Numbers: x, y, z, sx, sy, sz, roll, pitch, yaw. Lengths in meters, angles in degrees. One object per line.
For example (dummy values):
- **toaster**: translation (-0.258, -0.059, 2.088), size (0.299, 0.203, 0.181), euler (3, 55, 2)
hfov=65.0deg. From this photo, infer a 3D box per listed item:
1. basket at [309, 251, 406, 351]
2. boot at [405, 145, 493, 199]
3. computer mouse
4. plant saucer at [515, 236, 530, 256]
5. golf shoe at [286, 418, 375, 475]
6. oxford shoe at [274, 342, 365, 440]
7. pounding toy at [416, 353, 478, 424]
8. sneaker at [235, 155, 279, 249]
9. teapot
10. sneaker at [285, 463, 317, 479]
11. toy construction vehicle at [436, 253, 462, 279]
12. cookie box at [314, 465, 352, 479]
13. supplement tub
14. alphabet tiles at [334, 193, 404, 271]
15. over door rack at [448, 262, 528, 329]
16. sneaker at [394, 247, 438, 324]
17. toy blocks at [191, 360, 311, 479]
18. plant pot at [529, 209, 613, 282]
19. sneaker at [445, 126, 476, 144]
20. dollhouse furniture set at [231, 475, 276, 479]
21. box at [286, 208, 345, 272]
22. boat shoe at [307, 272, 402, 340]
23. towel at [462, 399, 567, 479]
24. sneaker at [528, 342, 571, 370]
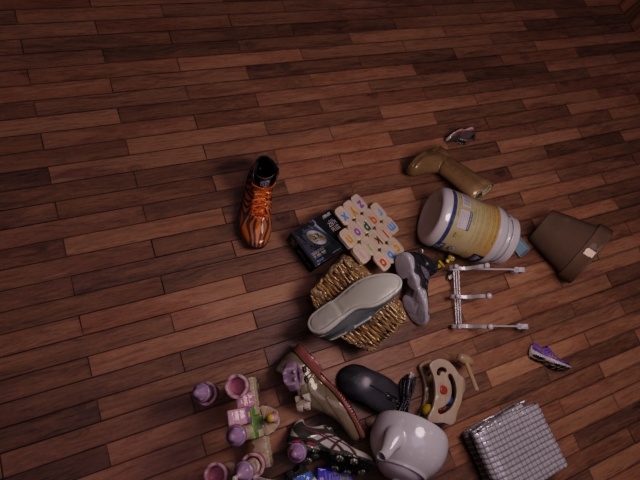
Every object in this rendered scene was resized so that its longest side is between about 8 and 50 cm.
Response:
- **basket**: translation (0.118, 0.214, 1.706), size (0.299, 0.223, 0.213), euler (43, 97, 1)
- **boot**: translation (0.502, -0.248, 1.957), size (0.236, 0.089, 0.269), euler (-31, 62, -26)
- **computer mouse**: translation (0.188, 0.484, 1.638), size (0.272, 0.072, 0.188), euler (24, 66, -8)
- **plant saucer**: translation (0.771, -0.023, 2.045), size (0.067, 0.018, 0.192), euler (-31, 83, -25)
- **golf shoe**: translation (0.037, 0.615, 1.506), size (0.273, 0.105, 0.120), euler (18, 36, -2)
- **oxford shoe**: translation (-0.002, 0.492, 1.563), size (0.130, 0.123, 0.348), euler (-38, 79, -12)
- **pounding toy**: translation (0.413, 0.477, 1.665), size (0.154, 0.155, 0.269), euler (32, 64, -9)
- **sneaker**: translation (-0.210, -0.141, 1.684), size (0.125, 0.180, 0.320), euler (3, 69, -17)
- **teapot**: translation (0.253, 0.644, 1.504), size (0.256, 0.252, 0.187), euler (28, 57, -4)
- **sneaker**: translation (-0.091, 0.722, 1.468), size (0.152, 0.058, 0.084), euler (-35, 81, -23)
- **toy construction vehicle**: translation (0.477, 0.104, 1.897), size (0.098, 0.035, 0.086), euler (-42, 86, -18)
- **cookie box**: translation (0.040, 0.728, 1.515), size (0.107, 0.040, 0.091), euler (3, 68, -17)
- **supplement tub**: translation (0.547, -0.047, 1.865), size (0.317, 0.228, 0.228), euler (18, 66, -10)
- **alphabet tiles**: translation (0.174, -0.030, 1.802), size (0.278, 0.021, 0.284), euler (49, 44, 1)
- **over door rack**: translation (0.630, 0.206, 1.844), size (0.325, 0.108, 0.239), euler (3, 81, -17)
- **sneaker**: translation (0.365, 0.158, 1.799), size (0.153, 0.101, 0.268), euler (-17, 93, -41)
- **toy blocks**: translation (-0.188, 0.494, 1.355), size (0.309, 0.260, 0.288), euler (-14, 72, 6)
- **plant pot**: translation (0.974, -0.001, 1.995), size (0.229, 0.263, 0.263), euler (40, 62, 19)
- **sneaker**: translation (0.599, -0.433, 2.123), size (0.158, 0.061, 0.064), euler (-20, 84, -23)
- **dollhouse furniture set**: translation (-0.207, 0.759, 1.280), size (0.198, 0.303, 0.286), euler (14, 67, -13)
- **box**: translation (0.000, 0.000, 1.756), size (0.180, 0.077, 0.147), euler (-31, 82, -25)
- **boat shoe**: translation (0.116, 0.210, 1.564), size (0.320, 0.099, 0.116), euler (-30, 43, 0)
- **towel**: translation (0.642, 0.693, 1.682), size (0.284, 0.121, 0.234), euler (-18, 75, -21)
- **sneaker**: translation (0.862, 0.433, 1.878), size (0.170, 0.068, 0.071), euler (27, 59, -6)
